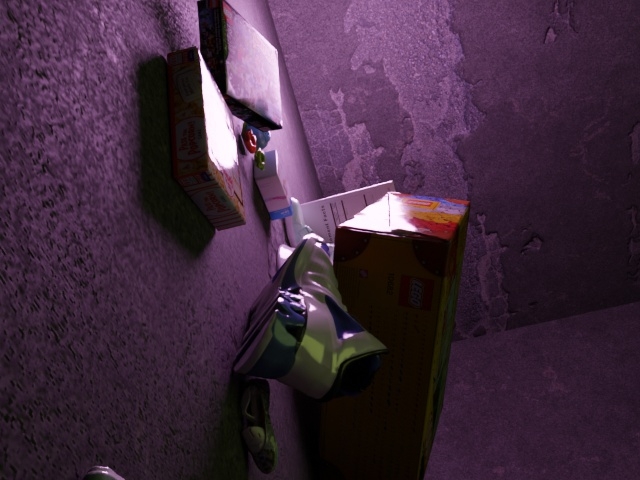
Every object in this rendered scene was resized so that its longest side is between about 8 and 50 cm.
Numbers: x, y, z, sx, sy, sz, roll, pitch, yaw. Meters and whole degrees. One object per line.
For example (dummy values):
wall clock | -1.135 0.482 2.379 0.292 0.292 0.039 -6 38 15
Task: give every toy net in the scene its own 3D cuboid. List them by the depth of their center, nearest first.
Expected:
toy net | -0.153 -0.247 1.024 0.232 0.045 0.122 68 25 -44

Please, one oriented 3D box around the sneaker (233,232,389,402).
sneaker | -0.003 0.127 0.772 0.182 0.127 0.315 36 22 -9

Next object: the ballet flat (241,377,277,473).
ballet flat | -0.079 0.221 0.652 0.041 0.041 0.114 69 9 -55

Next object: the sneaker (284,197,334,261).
sneaker | 0.000 0.000 1.378 0.094 0.151 0.256 -39 114 -82

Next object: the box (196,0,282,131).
box | -0.134 -0.296 0.946 0.233 0.044 0.159 6 80 -72

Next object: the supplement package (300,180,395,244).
supplement package | 0.077 -0.037 1.506 0.177 0.292 0.175 4 72 -84

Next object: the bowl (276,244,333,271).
bowl | 0.007 0.139 1.204 0.298 0.134 0.298 -13 90 -85

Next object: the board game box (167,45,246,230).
board game box | -0.149 -0.131 0.717 0.147 0.045 0.194 67 11 -63

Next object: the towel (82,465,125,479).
towel | -0.108 0.220 0.301 0.152 0.023 0.113 -105 172 -49

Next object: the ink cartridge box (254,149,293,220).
ink cartridge box | -0.100 -0.119 1.159 0.122 0.052 0.089 69 9 -46

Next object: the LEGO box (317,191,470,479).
LEGO box | 0.155 0.184 1.074 0.372 0.193 0.500 -34 131 -66
